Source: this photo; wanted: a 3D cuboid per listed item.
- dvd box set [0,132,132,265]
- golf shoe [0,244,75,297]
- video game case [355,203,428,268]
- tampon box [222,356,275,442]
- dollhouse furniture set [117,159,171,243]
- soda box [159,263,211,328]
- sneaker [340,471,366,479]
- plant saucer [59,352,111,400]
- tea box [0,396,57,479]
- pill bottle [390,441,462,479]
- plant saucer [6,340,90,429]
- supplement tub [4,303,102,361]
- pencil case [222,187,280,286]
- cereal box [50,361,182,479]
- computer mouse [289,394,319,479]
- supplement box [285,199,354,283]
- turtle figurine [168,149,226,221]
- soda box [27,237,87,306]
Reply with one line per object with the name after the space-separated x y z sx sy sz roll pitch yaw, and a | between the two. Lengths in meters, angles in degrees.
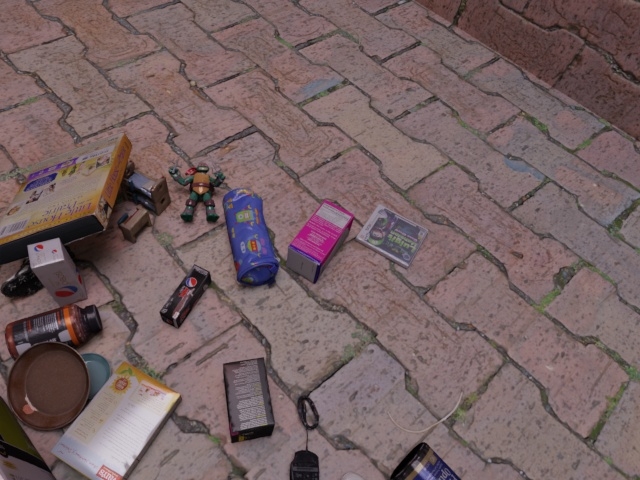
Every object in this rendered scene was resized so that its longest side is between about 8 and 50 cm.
-0.703 -0.133 1.279 0.307 0.062 0.421 -19 41 4 | dvd box set
-0.777 0.075 1.253 0.093 0.077 0.198 28 49 23 | golf shoe
0.235 -0.017 1.507 0.190 0.022 0.173 30 57 11 | video game case
-0.174 0.382 1.105 0.101 0.121 0.161 -6 57 -14 | tampon box
-0.562 -0.118 1.378 0.129 0.129 0.184 25 55 8 | dollhouse furniture set
-0.368 0.152 1.268 0.053 0.060 0.169 24 56 9 | soda box
0.122 0.619 1.010 0.090 0.095 0.235 -23 61 -21 | sneaker
-0.575 0.336 1.131 0.119 0.021 0.120 4 55 -6 | plant saucer
-0.692 0.432 0.858 0.220 0.329 0.323 -37 68 -28 | tea box
0.275 0.582 1.041 0.122 0.123 0.219 -37 70 -29 | pill bottle
-0.625 0.335 1.076 0.198 0.036 0.199 0 83 2 | plant saucer
-0.654 0.222 1.144 0.197 0.106 0.106 -18 60 -19 | supplement tub
-0.207 -0.013 1.370 0.133 0.119 0.306 -17 59 -2 | pencil case
-0.465 0.426 1.071 0.172 0.047 0.240 27 56 10 | cereal box
-0.038 0.494 1.108 0.071 0.041 0.242 12 48 -12 | computer mouse
0.000 0.000 1.402 0.113 0.111 0.220 30 56 12 | supplement box
-0.378 -0.176 1.458 0.175 0.118 0.235 -6 71 4 | turtle figurine
-0.660 0.085 1.169 0.073 0.216 0.069 -18 63 -20 | soda box
